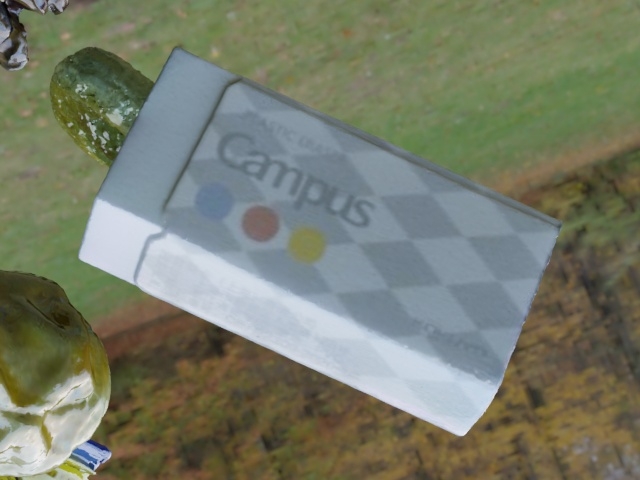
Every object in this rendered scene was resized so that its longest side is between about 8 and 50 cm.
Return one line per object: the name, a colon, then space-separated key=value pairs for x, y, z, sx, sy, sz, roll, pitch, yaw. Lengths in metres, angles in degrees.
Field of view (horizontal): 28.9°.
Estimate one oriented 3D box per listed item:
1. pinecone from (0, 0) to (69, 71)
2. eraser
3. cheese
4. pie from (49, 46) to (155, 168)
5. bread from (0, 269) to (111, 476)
pinecone: x=-0.335 y=-0.284 z=1.152 sx=0.243 sy=0.257 sz=0.243 roll=10 pitch=157 yaw=4
eraser: x=0.001 y=0.000 z=1.143 sx=0.082 sy=0.397 sz=0.213 roll=119 pitch=-4 yaw=-70
cheese: x=-0.349 y=0.299 z=1.606 sx=0.250 sy=0.156 sz=0.064 roll=-36 pitch=-149 yaw=45
pie: x=-0.190 y=-0.093 z=1.333 sx=0.078 sy=0.277 sz=0.277 roll=-46 pitch=-175 yaw=-20
bread: x=-0.233 y=0.073 z=0.680 sx=0.267 sy=0.152 sz=0.130 roll=5 pitch=124 yaw=-56
